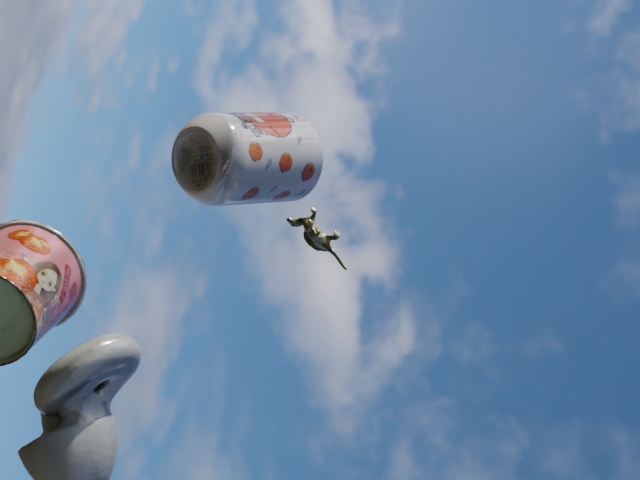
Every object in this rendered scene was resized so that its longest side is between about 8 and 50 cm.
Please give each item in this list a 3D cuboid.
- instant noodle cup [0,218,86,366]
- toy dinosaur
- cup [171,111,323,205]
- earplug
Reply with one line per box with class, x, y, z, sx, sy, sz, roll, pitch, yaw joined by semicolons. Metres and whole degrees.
instant noodle cup;-0.603;0.109;1.883;0.231;0.242;0.243;-76;-170;-70
toy dinosaur;0.000;-0.001;1.460;0.029;0.120;0.060;-39;174;-35
cup;-0.171;-0.182;2.193;0.212;0.317;0.213;6;-81;37
earplug;-0.437;0.320;1.809;0.175;0.214;0.326;21;-86;24
